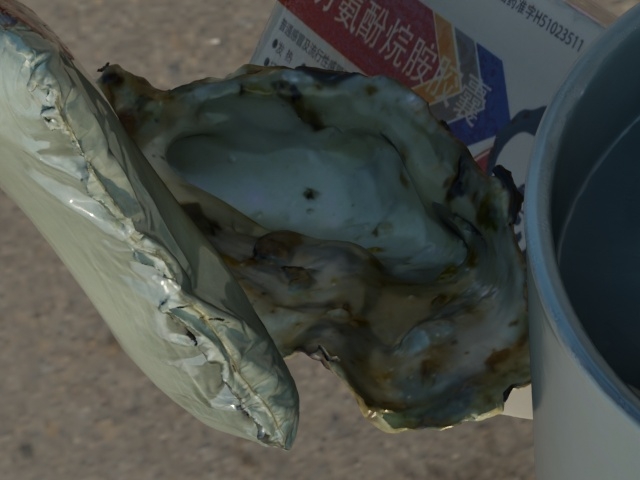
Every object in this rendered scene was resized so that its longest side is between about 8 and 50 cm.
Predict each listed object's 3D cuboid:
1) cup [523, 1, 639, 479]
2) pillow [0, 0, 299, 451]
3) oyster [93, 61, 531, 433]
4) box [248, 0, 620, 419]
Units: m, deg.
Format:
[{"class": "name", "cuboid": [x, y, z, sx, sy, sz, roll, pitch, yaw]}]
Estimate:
[{"class": "cup", "cuboid": [0.176, 0.069, 0.669, 0.205, 0.205, 0.312, 41, 160, 27]}, {"class": "pillow", "cuboid": [-0.081, -0.013, 0.681, 0.128, 0.051, 0.229, 38, 166, 42]}, {"class": "oyster", "cuboid": [-0.004, 0.005, 0.885, 0.294, 0.166, 0.094, 52, 158, 42]}, {"class": "box", "cuboid": [0.070, -0.074, 1.139, 0.353, 0.069, 0.214, 44, 114, 48]}]
